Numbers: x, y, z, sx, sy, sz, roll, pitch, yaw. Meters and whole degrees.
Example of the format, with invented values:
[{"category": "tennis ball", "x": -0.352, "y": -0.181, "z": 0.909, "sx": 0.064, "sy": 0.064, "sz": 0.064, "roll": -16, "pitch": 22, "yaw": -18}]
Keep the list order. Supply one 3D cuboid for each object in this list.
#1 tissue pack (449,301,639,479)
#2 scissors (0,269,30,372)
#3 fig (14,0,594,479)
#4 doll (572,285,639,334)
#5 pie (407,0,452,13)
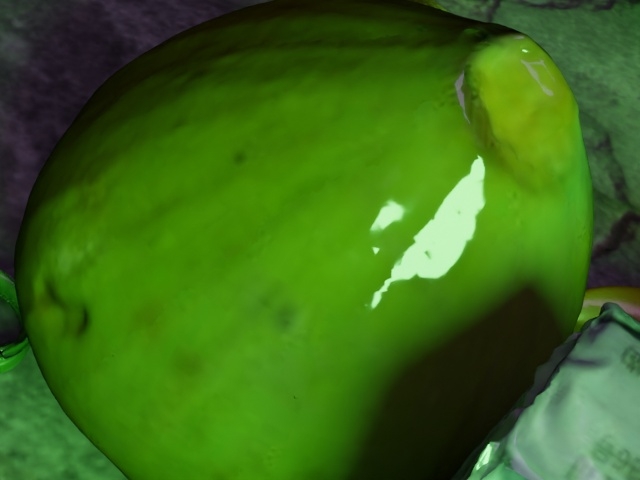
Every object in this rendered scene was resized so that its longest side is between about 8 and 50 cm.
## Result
[{"category": "tissue pack", "x": 0.168, "y": 0.219, "z": 0.452, "sx": 0.361, "sy": 0.259, "sz": 0.122, "roll": 37, "pitch": 45, "yaw": 13}, {"category": "scissors", "x": -0.230, "y": -0.004, "z": 0.648, "sx": 0.204, "sy": 0.027, "sz": 0.101, "roll": 46, "pitch": 47, "yaw": 17}, {"category": "fig", "x": 0.000, "y": 0.000, "z": 0.570, "sx": 0.239, "sy": 0.271, "sz": 0.239, "roll": 19, "pitch": 49, "yaw": -23}, {"category": "doll", "x": 0.223, "y": 0.090, "z": 0.651, "sx": 0.252, "sy": 0.111, "sz": 0.237, "roll": 21, "pitch": 19, "yaw": -12}, {"category": "pie", "x": 0.060, "y": -0.142, "z": 0.892, "sx": 0.084, "sy": 0.020, "sz": 0.084, "roll": 11, "pitch": 47, "yaw": -12}]
